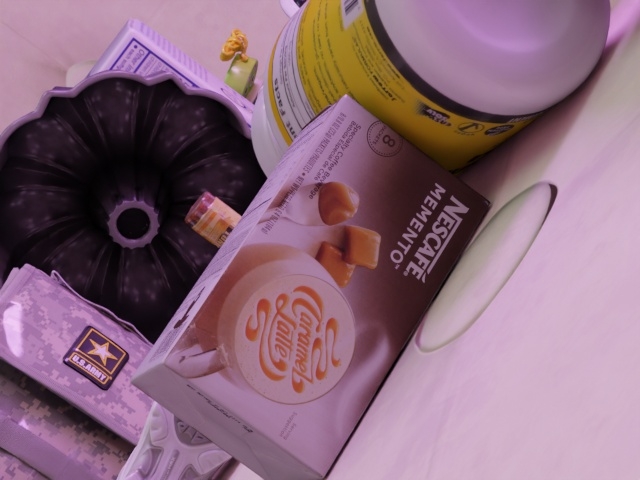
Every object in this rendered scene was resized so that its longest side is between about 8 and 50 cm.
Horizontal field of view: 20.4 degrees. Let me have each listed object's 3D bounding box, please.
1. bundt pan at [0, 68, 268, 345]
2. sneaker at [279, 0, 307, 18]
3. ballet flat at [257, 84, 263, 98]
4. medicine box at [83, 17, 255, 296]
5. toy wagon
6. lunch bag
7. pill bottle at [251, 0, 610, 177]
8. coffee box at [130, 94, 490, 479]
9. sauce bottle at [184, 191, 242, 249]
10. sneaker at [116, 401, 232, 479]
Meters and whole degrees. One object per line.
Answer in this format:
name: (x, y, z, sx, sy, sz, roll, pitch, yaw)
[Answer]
bundt pan: (-0.204, -0.036, 1.886, 0.331, 0.331, 0.124, -52, 20, 10)
sneaker: (0.015, -0.307, 2.063, 0.121, 0.079, 0.217, -49, 22, 14)
ballet flat: (-0.010, -0.186, 2.207, 0.348, 0.123, 0.123, -47, 11, 35)
medicine box: (-0.178, -0.063, 2.036, 0.263, 0.289, 0.149, -52, 11, 8)
toy wagon: (-0.127, -0.110, 2.309, 0.267, 0.068, 0.344, -67, -4, -56)
lunch bag: (-0.263, 0.187, 1.703, 0.287, 0.235, 0.169, -57, 5, -21)
pill bottle: (0.068, -0.137, 1.404, 0.188, 0.188, 0.334, -58, 10, -27)
coffee box: (-0.006, 0.037, 1.285, 0.246, 0.141, 0.098, -56, 9, -22)
sauce bottle: (-0.076, 0.002, 1.792, 0.042, 0.128, 0.042, -52, 9, 11)
sneaker: (-0.128, 0.186, 1.512, 0.232, 0.090, 0.115, -56, 6, -19)
